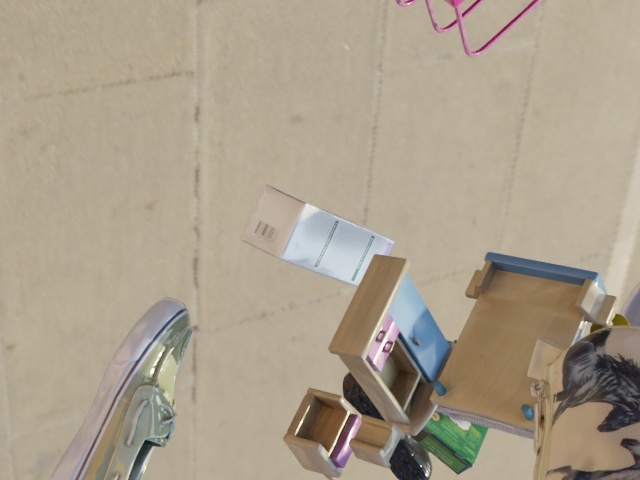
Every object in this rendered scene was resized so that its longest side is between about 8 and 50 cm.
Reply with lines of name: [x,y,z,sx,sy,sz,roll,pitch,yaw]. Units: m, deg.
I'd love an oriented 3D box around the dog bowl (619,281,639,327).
dog bowl: [0.603,0.163,1.873,0.104,0.265,0.265,10,116,-46]

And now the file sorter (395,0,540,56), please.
file sorter: [0.165,-0.419,1.624,0.202,0.291,0.182,-42,154,-6]

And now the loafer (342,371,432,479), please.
loafer: [0.105,0.288,1.888,0.076,0.078,0.223,-27,106,21]

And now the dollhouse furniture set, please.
dollhouse furniture set: [0.176,0.184,1.360,0.286,0.303,0.198,-63,142,-25]

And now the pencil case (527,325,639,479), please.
pencil case: [0.225,0.238,0.913,0.184,0.410,0.159,8,124,13]

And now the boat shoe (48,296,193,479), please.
boat shoe: [-0.217,0.212,1.396,0.302,0.094,0.109,-63,168,-14]

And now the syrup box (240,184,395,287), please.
syrup box: [0.000,0.000,1.832,0.237,0.093,0.096,23,93,-49]

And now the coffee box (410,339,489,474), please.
coffee box: [0.202,0.245,1.770,0.113,0.184,0.040,39,134,-6]
